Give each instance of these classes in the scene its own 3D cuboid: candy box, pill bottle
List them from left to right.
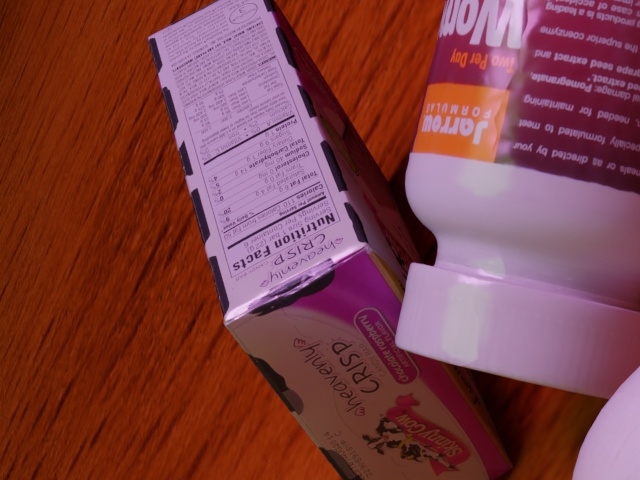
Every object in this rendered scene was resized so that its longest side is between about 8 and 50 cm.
[{"bbox_3d":[0.000,0.000,0.786,0.071,0.159,0.233,-28,39,8],"label":"candy box"},{"bbox_3d":[0.101,-0.055,0.642,0.121,0.121,0.221,12,88,66],"label":"pill bottle"}]

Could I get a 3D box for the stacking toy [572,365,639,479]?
[{"bbox_3d":[0.041,0.228,0.493,0.480,0.351,0.350,-58,26,2],"label":"stacking toy"}]
